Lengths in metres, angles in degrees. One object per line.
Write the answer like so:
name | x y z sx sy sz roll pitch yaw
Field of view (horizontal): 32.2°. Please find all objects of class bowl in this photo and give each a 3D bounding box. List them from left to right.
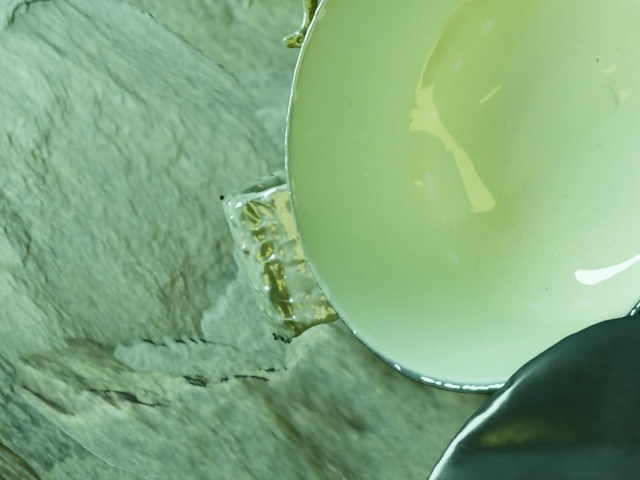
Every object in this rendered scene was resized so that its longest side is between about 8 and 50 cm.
bowl | 0.105 -0.050 0.541 0.238 0.126 0.237 1 92 43

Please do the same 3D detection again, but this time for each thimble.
thimble | 0.000 0.000 0.658 0.102 0.115 0.090 -14 100 25

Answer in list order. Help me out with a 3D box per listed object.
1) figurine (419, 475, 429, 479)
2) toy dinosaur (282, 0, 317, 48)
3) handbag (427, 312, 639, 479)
figurine | 0.080 0.238 0.660 0.143 0.162 0.263 -5 135 2
toy dinosaur | -0.005 -0.199 0.633 0.058 0.037 0.180 24 127 8
handbag | 0.209 0.111 0.479 0.275 0.302 0.178 13 74 33
